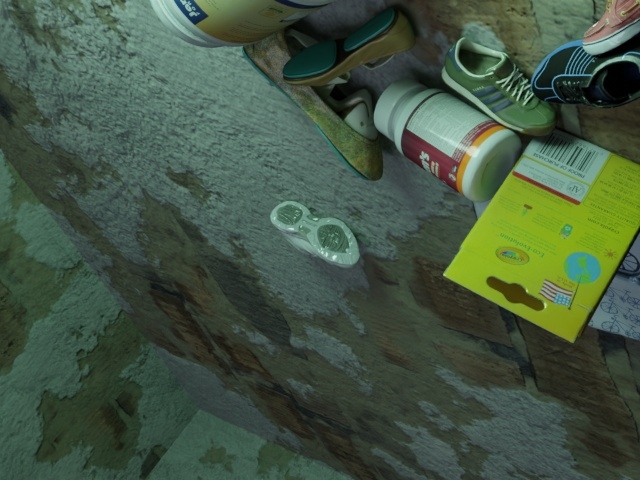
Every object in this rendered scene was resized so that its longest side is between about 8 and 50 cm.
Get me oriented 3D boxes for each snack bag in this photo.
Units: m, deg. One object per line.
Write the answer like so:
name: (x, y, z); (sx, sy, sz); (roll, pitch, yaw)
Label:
snack bag: (0.414, 0.029, 1.576); (0.323, 0.037, 0.342); (18, 147, 35)

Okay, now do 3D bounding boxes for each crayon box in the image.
crayon box: (0.332, -0.004, 1.310); (0.202, 0.318, 0.081); (29, 152, 19)

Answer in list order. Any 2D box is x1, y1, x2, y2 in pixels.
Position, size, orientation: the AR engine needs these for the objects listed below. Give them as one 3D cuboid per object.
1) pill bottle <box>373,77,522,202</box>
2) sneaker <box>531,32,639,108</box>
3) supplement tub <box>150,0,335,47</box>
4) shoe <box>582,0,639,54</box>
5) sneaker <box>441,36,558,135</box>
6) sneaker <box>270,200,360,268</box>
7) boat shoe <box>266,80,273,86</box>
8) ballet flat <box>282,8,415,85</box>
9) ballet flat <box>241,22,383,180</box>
pill bottle: (0.192, -0.161, 1.418); (0.221, 0.121, 0.121); (39, 158, 35)
sneaker: (0.357, -0.214, 1.204); (0.081, 0.090, 0.232); (48, 151, -18)
supplement tub: (-0.099, -0.408, 1.307); (0.228, 0.228, 0.316); (49, 151, -20)
shoe: (0.369, -0.294, 1.101); (0.081, 0.063, 0.178); (46, 147, -12)
sneaker: (0.262, -0.227, 1.327); (0.192, 0.064, 0.086); (34, 158, 15)
sneaker: (0.000, 0.000, 2.002); (0.232, 0.090, 0.115); (33, 161, 30)
boat shoe: (-0.072, -0.308, 1.649); (0.035, 0.035, 0.100); (36, 147, 11)
ballet flat: (0.045, -0.283, 1.437); (0.232, 0.080, 0.073); (-18, 137, 34)
ballet flat: (0.017, -0.246, 1.568); (0.348, 0.123, 0.123); (45, 153, -17)
